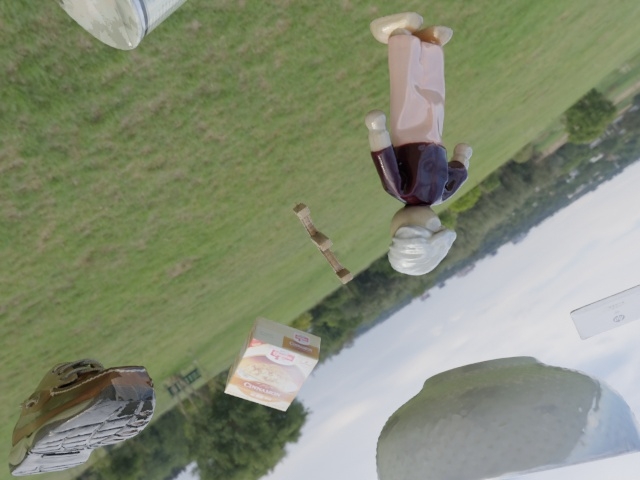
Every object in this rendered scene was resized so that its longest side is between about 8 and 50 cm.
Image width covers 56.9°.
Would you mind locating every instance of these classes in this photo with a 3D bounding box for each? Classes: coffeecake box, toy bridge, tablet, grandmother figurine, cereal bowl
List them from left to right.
[{"bbox_3d":[-0.102,0.261,1.240,0.068,0.142,0.185,-84,-162,-53],"label":"coffeecake box"},{"bbox_3d":[0.000,0.000,1.147,0.026,0.188,0.063,-36,-155,-6],"label":"toy bridge"},{"bbox_3d":[0.135,-0.123,0.815,0.207,0.343,0.104,5,173,-29],"label":"grandmother figurine"},{"bbox_3d":[0.234,0.244,0.791,0.338,0.141,0.339,-8,156,-3],"label":"cereal bowl"},{"bbox_3d":[0.298,0.072,0.596,0.083,0.054,0.006,-25,-140,16],"label":"tablet"}]

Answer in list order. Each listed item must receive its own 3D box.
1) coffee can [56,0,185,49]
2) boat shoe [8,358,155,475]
[{"bbox_3d":[-0.220,-0.416,0.773,0.275,0.201,0.201,-52,180,-22],"label":"coffee can"},{"bbox_3d":[-0.327,0.215,0.772,0.122,0.120,0.324,13,144,-42],"label":"boat shoe"}]
